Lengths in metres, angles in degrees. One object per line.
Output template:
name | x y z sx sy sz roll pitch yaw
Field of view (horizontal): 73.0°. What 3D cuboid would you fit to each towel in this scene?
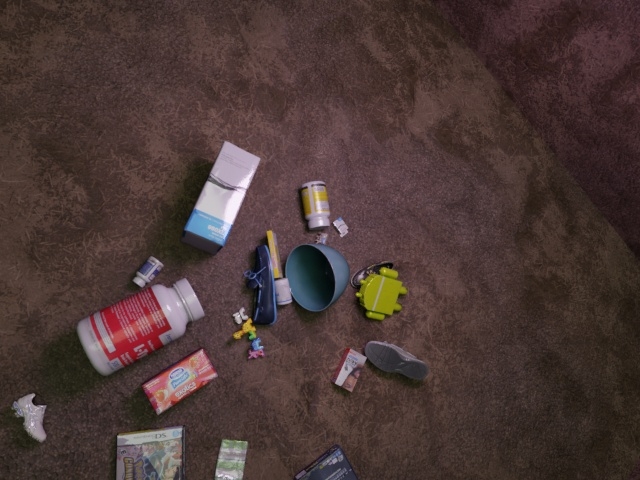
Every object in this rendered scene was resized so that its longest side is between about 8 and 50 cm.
towel | -0.358 0.886 1.742 0.113 0.023 0.152 13 76 -17

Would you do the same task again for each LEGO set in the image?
LEGO set | -0.315 0.401 1.811 0.093 0.087 0.227 -24 87 -21

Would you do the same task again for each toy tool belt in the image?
toy tool belt | 0.000 0.000 2.017 0.051 0.052 0.083 17 69 17

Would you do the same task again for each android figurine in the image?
android figurine | 0.282 0.250 2.019 0.272 0.056 0.249 16 92 -30

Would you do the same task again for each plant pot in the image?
plant pot | 0.017 0.143 1.893 0.195 0.290 0.291 -13 84 -47

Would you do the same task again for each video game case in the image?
video game case | -0.642 0.861 1.642 0.248 0.035 0.275 1 80 -19

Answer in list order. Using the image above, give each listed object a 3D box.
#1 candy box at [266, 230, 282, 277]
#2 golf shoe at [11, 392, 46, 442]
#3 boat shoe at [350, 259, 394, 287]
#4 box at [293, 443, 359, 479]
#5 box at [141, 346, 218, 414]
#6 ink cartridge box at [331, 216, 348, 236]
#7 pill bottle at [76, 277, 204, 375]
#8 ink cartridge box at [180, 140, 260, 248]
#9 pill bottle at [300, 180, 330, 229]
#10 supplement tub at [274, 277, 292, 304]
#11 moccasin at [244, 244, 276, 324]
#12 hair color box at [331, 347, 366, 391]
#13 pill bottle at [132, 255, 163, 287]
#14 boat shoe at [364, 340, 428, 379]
candy box | -0.200 0.064 1.902 0.027 0.105 0.206 -10 83 1
golf shoe | -1.014 0.630 1.543 0.086 0.069 0.176 -33 93 -27
boat shoe | 0.248 0.154 2.057 0.227 0.068 0.081 -26 90 -21
box | 0.029 1.016 1.832 0.232 0.059 0.184 -28 91 -21
box | -0.545 0.541 1.686 0.256 0.122 0.128 -29 90 -21
ink cartridge box | 0.098 -0.063 2.067 0.048 0.028 0.083 -38 94 -21
pill bottle | -0.663 0.309 1.631 0.407 0.229 0.229 -27 90 -21
ink cartridge box | -0.412 -0.163 1.772 0.166 0.285 0.395 24 74 -15
pill bottle | -0.021 -0.159 1.995 0.119 0.119 0.209 -6 82 -20
supplement tub | -0.167 0.223 1.895 0.070 0.071 0.107 -12 92 -20
moccasin | -0.258 0.190 1.843 0.116 0.137 0.342 -5 81 -15
hair color box | 0.129 0.581 1.949 0.093 0.053 0.167 30 73 -12
pill bottle | -0.695 0.128 1.740 0.067 0.067 0.120 39 70 -9
boat shoe | 0.346 0.550 2.015 0.320 0.103 0.118 21 93 -9
